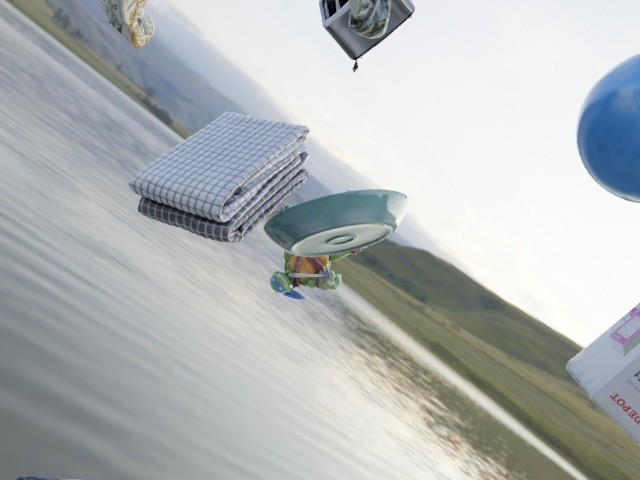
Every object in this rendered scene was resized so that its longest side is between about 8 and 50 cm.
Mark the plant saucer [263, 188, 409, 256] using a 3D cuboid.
[{"bbox_3d":[0.015,-0.009,0.461,0.119,0.119,0.021,40,36,-71],"label":"plant saucer"}]

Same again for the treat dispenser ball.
[{"bbox_3d":[0.632,-0.210,1.078,0.288,0.288,0.288,37,-1,1],"label":"treat dispenser ball"}]

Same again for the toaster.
[{"bbox_3d":[0.092,-0.473,1.174,0.110,0.168,0.186,35,34,-36],"label":"toaster"}]

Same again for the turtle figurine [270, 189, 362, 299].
[{"bbox_3d":[0.000,0.000,1.229,0.197,0.266,0.275,37,-23,46],"label":"turtle figurine"}]

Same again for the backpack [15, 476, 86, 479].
[{"bbox_3d":[-0.470,0.507,1.023,0.173,0.117,0.158,14,46,-28],"label":"backpack"}]

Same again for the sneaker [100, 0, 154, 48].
[{"bbox_3d":[-0.148,-0.176,0.425,0.037,0.032,0.083,35,-20,0],"label":"sneaker"}]

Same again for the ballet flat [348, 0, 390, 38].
[{"bbox_3d":[0.070,-0.372,0.775,0.070,0.189,0.070,3,20,-1],"label":"ballet flat"}]

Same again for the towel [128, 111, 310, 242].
[{"bbox_3d":[-0.178,-0.123,1.096,0.234,0.284,0.121,16,-44,31],"label":"towel"}]

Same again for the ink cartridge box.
[{"bbox_3d":[0.259,0.090,0.419,0.088,0.122,0.052,42,14,-10],"label":"ink cartridge box"}]
